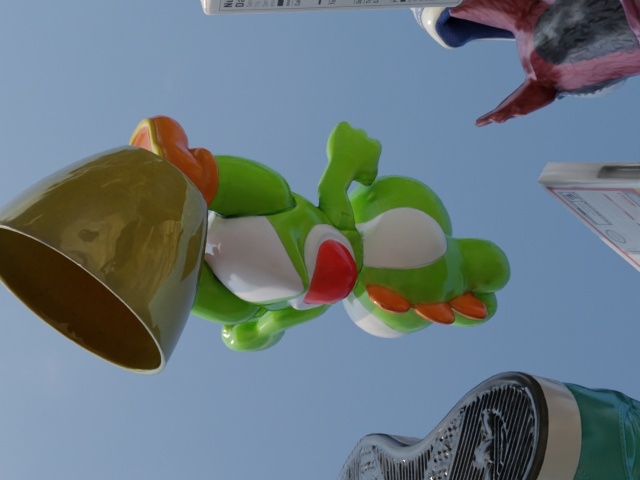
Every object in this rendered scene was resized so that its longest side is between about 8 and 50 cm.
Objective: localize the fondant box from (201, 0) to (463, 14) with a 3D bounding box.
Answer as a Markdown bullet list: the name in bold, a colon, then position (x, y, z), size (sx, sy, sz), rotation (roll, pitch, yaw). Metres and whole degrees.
- **fondant box**: position (0.046, -0.299, 1.382), size (0.330, 0.096, 0.238), rotation (-3, -132, -17)

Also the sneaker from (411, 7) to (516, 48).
- **sneaker**: position (0.225, -0.225, 1.493), size (0.296, 0.112, 0.131), rotation (-13, -143, 3)

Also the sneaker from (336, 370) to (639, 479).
- **sneaker**: position (0.128, 0.156, 0.978), size (0.178, 0.295, 0.124), rotation (14, -113, -19)

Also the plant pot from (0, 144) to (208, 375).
- **plant pot**: position (-0.120, 0.001, 0.997), size (0.134, 0.134, 0.095), rotation (29, -115, 15)

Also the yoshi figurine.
- **yoshi figurine**: position (-0.012, -0.002, 1.504), size (0.362, 0.203, 0.203), rotation (11, -118, -25)

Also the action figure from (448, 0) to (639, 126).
- **action figure**: position (0.225, -0.115, 0.625), size (0.370, 0.276, 0.248), rotation (-26, -70, 13)

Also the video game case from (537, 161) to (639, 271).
- **video game case**: position (0.337, -0.001, 1.393), size (0.204, 0.285, 0.025), rotation (37, -107, -28)
